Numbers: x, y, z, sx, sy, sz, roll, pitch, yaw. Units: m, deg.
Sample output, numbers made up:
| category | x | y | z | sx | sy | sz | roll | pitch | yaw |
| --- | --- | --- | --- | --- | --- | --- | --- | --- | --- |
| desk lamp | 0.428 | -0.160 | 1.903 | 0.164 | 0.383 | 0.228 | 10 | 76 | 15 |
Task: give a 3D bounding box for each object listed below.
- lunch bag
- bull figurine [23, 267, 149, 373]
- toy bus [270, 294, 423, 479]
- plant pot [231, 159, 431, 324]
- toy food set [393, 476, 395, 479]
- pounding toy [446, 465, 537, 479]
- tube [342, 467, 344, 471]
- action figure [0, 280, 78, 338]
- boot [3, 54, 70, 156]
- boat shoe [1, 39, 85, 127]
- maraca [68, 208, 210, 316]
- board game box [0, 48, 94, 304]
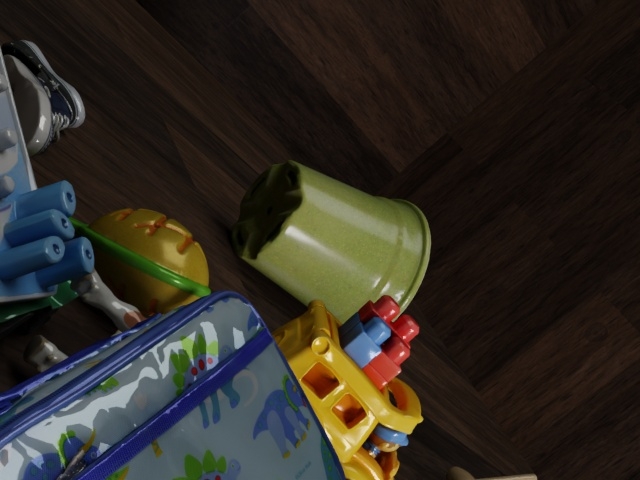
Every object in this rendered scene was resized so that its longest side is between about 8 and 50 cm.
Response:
| category | x | y | z | sx | sy | sz | roll | pitch | yaw |
| --- | --- | --- | --- | --- | --- | --- | --- | --- | --- |
| lunch bag | -0.085 | 0.133 | 0.413 | 0.219 | 0.090 | 0.176 | -31 | 97 | -55 |
| bull figurine | -0.121 | 0.130 | 0.603 | 0.188 | 0.101 | 0.310 | 39 | 12 | -36 |
| toy bus | 0.029 | 0.167 | 0.845 | 0.220 | 0.211 | 0.149 | 49 | 7 | -13 |
| plant pot | 0.000 | 0.000 | 1.384 | 0.254 | 0.276 | 0.276 | 30 | 18 | -33 |
| toy food set | 0.071 | 0.310 | 1.074 | 0.083 | 0.020 | 0.082 | 48 | 9 | -15 |
| pounding toy | 0.295 | 0.442 | 1.188 | 0.269 | 0.155 | 0.154 | 46 | 5 | -24 |
| tube | 0.014 | 0.280 | 0.585 | 0.070 | 0.062 | 0.240 | -16 | 96 | -42 |
| action figure | -0.280 | -0.033 | 0.617 | 0.232 | 0.063 | 0.137 | 54 | 11 | 7 |
| boot | -0.308 | -0.137 | 0.907 | 0.086 | 0.069 | 0.190 | 37 | 13 | -45 |
| boat shoe | -0.356 | -0.198 | 1.042 | 0.142 | 0.049 | 0.040 | 50 | 27 | 11 |
| maraca | -0.187 | 0.014 | 0.808 | 0.185 | 0.099 | 0.127 | 24 | -8 | 30 |
| board game box | -0.271 | -0.151 | 0.420 | 0.390 | 0.050 | 0.390 | -1 | 75 | -77 |
